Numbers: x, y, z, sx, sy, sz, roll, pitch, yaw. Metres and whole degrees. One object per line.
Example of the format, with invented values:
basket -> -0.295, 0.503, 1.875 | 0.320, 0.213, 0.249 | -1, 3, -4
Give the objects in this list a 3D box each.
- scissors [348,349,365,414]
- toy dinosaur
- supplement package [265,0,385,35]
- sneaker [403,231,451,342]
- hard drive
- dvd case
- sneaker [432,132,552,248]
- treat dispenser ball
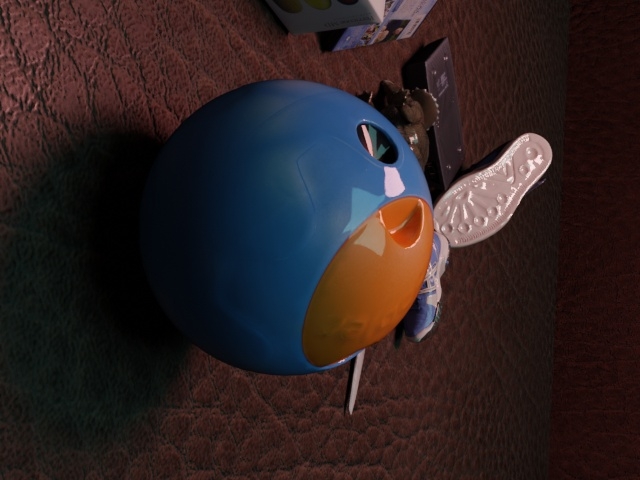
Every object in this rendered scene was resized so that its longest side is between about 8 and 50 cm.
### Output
scissors -> 0.077, 0.127, 1.422 | 0.109, 0.021, 0.297 | 27, 64, -64
toy dinosaur -> 0.127, -0.144, 1.426 | 0.160, 0.121, 0.314 | 29, 58, -47
supplement package -> -0.018, -0.379, 1.095 | 0.244, 0.139, 0.134 | 41, 51, -57
sneaker -> 0.170, 0.076, 1.583 | 0.081, 0.080, 0.211 | 26, 63, -39
hard drive -> 0.220, -0.241, 1.703 | 0.172, 0.054, 0.255 | -53, 136, -52
dvd case -> 0.121, -0.370, 1.345 | 0.022, 0.180, 0.253 | 47, 36, 14
sneaker -> 0.319, -0.079, 1.828 | 0.323, 0.130, 0.236 | -41, 178, -15
treat dispenser ball -> -0.033, -0.013, 0.878 | 0.288, 0.288, 0.288 | -1, 90, -65
